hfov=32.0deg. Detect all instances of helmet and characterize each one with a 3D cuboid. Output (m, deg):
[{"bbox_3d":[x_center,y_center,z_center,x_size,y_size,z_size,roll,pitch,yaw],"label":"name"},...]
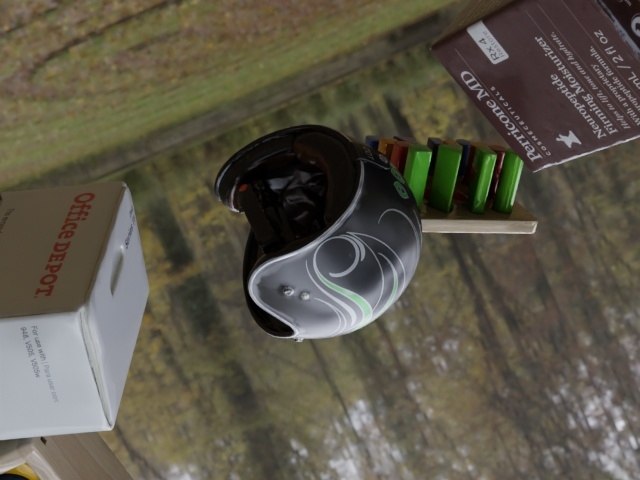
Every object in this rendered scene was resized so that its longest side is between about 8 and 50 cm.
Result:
[{"bbox_3d":[0.000,0.000,0.913,0.169,0.169,0.161,-23,143,10],"label":"helmet"}]

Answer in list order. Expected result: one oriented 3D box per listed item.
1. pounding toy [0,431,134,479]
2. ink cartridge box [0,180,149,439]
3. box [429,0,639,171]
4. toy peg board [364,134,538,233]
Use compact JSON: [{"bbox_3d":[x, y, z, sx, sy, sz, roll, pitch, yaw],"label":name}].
[{"bbox_3d":[-0.195,0.184,0.683,0.141,0.130,0.100,-26,-155,10],"label":"pounding toy"},{"bbox_3d":[-0.216,0.043,0.656,0.209,0.086,0.153,-6,-150,5],"label":"ink cartridge box"},{"bbox_3d":[0.249,-0.194,1.023,0.167,0.168,0.203,-50,-164,-28],"label":"box"},{"bbox_3d":[0.123,-0.076,1.148,0.161,0.079,0.160,1,-155,-22],"label":"toy peg board"}]
